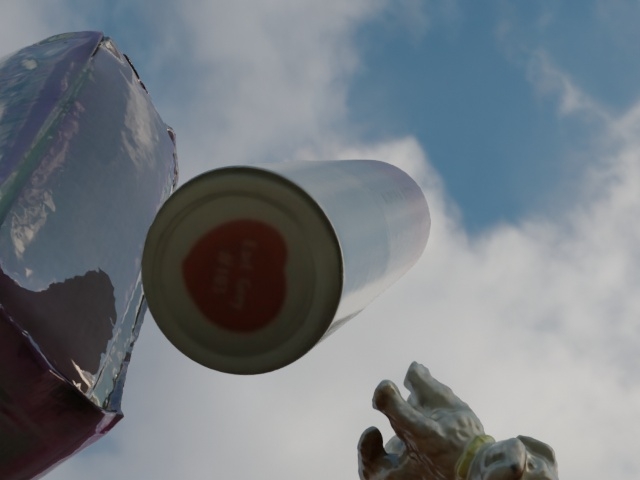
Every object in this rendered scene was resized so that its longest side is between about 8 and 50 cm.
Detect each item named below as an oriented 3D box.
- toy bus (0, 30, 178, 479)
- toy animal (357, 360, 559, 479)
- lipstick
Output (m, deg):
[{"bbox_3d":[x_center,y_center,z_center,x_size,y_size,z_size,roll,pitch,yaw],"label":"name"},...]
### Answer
[{"bbox_3d":[-0.192,-0.002,0.744,0.162,0.386,0.171,-21,-62,13],"label":"toy bus"},{"bbox_3d":[0.129,0.230,1.071,0.185,0.104,0.184,23,-58,25],"label":"toy animal"},{"bbox_3d":[0.000,0.000,0.619,0.087,0.327,0.087,1,-86,11],"label":"lipstick"}]
